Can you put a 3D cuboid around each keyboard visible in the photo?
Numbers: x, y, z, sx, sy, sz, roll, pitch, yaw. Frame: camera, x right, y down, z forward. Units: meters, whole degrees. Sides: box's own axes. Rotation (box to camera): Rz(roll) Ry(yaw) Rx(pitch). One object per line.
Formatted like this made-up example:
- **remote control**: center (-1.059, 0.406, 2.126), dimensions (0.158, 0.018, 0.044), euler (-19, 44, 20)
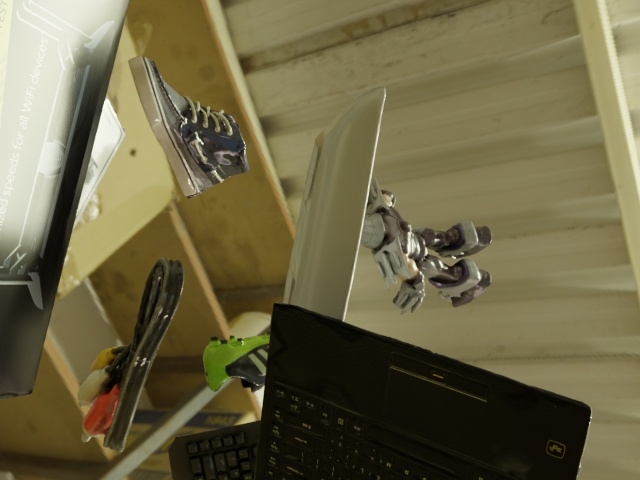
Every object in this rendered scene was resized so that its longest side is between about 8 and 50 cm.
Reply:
- **keyboard**: center (-0.039, 0.348, 0.780), dimensions (0.201, 0.033, 0.318), euler (-11, -87, -6)

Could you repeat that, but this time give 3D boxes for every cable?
- **cable**: center (-0.234, 0.144, 0.856), dimensions (0.072, 0.140, 0.287), euler (12, -47, -21)

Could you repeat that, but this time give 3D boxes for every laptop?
- **laptop**: center (0.018, 0.207, 0.468), dimensions (0.234, 0.136, 0.265), euler (16, -72, 28)

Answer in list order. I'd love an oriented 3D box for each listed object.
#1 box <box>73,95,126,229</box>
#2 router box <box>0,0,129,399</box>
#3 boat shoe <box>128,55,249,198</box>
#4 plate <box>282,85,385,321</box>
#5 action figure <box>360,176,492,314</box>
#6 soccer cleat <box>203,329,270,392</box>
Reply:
- **box**: center (-0.309, -0.062, 0.702), dimensions (0.087, 0.290, 0.169), euler (6, -34, 16)
- **router box**: center (-0.218, -0.063, 0.366), dimensions (0.080, 0.243, 0.309), euler (14, -91, 17)
- **boat shoe**: center (-0.248, -0.238, 1.421), dimensions (0.341, 0.158, 0.127), euler (75, -7, -53)
- **plate**: center (0.000, 0.000, 0.697), dimensions (0.045, 0.277, 0.278), euler (11, -86, -4)
- **action figure**: center (0.130, 0.016, 1.002), dimensions (0.099, 0.285, 0.186), euler (-28, -121, 39)
- **soccer cleat**: center (-0.069, 0.156, 0.942), dimensions (0.060, 0.178, 0.073), euler (7, -83, 60)
